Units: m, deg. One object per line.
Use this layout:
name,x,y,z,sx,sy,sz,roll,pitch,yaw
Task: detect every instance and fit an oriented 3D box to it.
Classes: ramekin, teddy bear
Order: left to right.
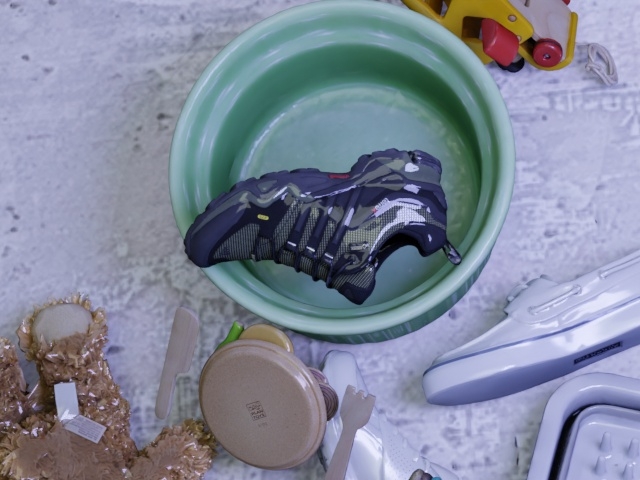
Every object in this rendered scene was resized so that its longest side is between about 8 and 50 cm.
teddy bear,-0.221,0.210,1.690,0.245,0.113,0.338,-38,76,-23
ramekin,0.026,-0.050,1.698,0.303,0.148,0.303,-2,76,8

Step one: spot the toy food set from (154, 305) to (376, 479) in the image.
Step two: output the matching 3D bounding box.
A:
toy food set,-0.046,0.136,1.634,0.192,0.038,0.132,25,118,16

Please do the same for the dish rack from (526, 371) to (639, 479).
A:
dish rack,0.299,0.284,1.573,0.285,0.072,0.333,12,57,11

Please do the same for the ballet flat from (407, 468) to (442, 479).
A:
ballet flat,0.080,0.369,1.573,0.123,0.123,0.349,-13,93,5

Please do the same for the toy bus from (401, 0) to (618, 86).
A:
toy bus,0.155,-0.211,1.737,0.104,0.191,0.202,-29,76,36

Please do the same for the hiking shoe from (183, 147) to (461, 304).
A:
hiking shoe,0.000,0.000,1.566,0.226,0.086,0.114,-15,71,3

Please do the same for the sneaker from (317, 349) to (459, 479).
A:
sneaker,0.061,0.204,1.670,0.115,0.090,0.232,-14,83,-3

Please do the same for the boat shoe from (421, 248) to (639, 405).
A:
boat shoe,0.204,0.073,1.680,0.258,0.095,0.084,-18,70,-8
